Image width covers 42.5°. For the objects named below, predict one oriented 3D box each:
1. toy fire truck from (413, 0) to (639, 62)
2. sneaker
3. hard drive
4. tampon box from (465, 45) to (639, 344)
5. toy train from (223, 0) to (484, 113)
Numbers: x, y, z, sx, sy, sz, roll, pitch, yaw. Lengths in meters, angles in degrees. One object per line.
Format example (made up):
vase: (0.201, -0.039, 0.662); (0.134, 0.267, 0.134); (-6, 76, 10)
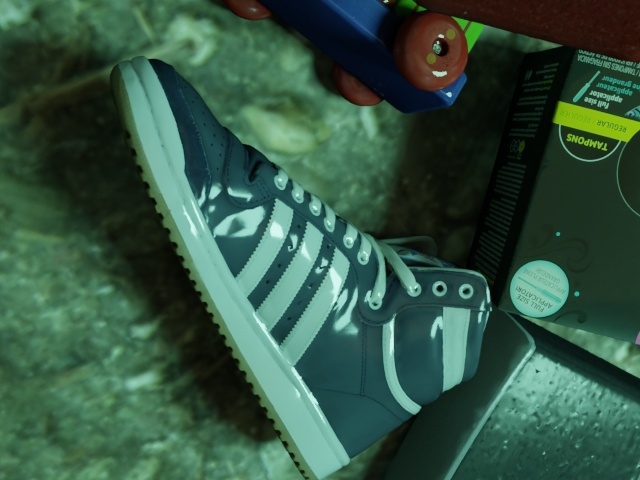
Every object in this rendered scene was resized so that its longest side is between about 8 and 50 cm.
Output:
toy fire truck: (0.099, -0.219, 0.325); (0.169, 0.253, 0.302); (-19, 100, -58)
sneaker: (0.000, 0.000, 0.485); (0.153, 0.099, 0.282); (-27, 115, -4)
hard drive: (0.130, 0.191, 0.588); (0.172, 0.054, 0.255); (27, 93, -20)
tampon box: (0.176, -0.028, 0.517); (0.120, 0.101, 0.161); (13, 98, -4)
toy train: (-0.001, -0.193, 0.450); (0.248, 0.105, 0.143); (35, 80, -20)
